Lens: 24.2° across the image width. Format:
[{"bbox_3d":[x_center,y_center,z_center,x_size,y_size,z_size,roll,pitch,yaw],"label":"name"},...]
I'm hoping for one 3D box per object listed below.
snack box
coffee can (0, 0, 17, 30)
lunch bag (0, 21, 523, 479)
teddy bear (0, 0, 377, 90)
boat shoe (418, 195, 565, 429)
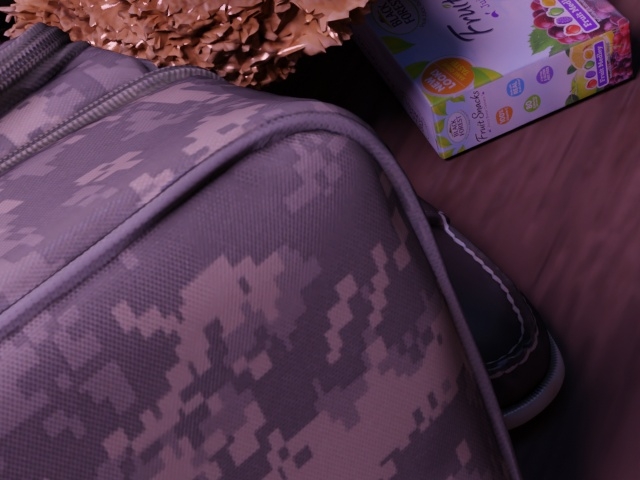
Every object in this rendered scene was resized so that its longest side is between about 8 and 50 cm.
[{"bbox_3d":[0.070,-0.109,0.713,0.100,0.037,0.141,-25,45,-7],"label":"snack box"},{"bbox_3d":[-0.316,-0.191,0.791,0.275,0.201,0.201,-7,45,10],"label":"coffee can"},{"bbox_3d":[-0.131,0.078,0.479,0.305,0.212,0.256,-38,32,-22],"label":"lunch bag"},{"bbox_3d":[-0.049,-0.205,0.663,0.245,0.113,0.338,-17,68,-12],"label":"teddy bear"},{"bbox_3d":[0.000,0.000,0.603,0.081,0.068,0.228,-41,49,-23],"label":"boat shoe"}]
